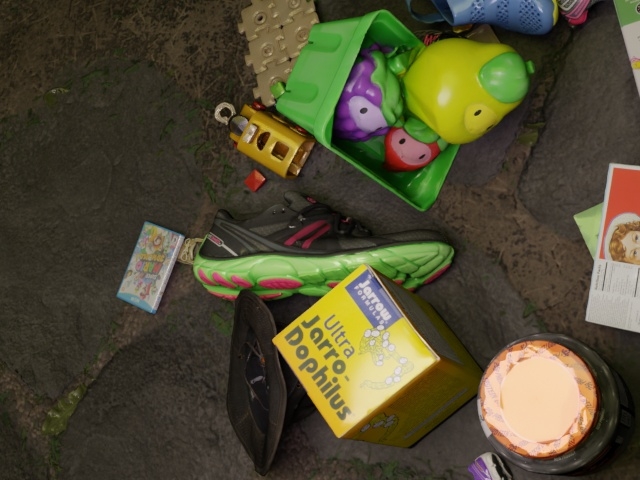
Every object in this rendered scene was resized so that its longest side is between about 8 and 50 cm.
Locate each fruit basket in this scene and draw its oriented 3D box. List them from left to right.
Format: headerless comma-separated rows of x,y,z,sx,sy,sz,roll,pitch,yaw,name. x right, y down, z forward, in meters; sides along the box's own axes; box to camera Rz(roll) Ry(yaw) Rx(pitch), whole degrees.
0.169,-0.222,1.746,0.392,0.392,0.282,23,86,25,fruit basket

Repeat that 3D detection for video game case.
-0.343,0.053,2.061,0.119,0.015,0.166,19,87,40,video game case

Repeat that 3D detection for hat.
-0.070,0.247,1.842,0.134,0.331,0.331,-4,70,-23,hat

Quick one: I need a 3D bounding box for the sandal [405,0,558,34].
0.281,-0.431,1.870,0.317,0.126,0.138,23,56,33,sandal

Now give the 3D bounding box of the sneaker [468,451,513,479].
0.299,0.440,1.706,0.071,0.068,0.169,-37,57,27,sneaker

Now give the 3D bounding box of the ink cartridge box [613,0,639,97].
0.627,-0.299,1.714,0.202,0.117,0.278,-15,71,18,ink cartridge box

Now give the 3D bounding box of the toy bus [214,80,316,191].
-0.113,-0.201,1.975,0.202,0.104,0.190,-16,89,18,toy bus

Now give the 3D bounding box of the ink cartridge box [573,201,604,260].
0.562,-0.025,1.709,0.235,0.056,0.171,-25,70,13,ink cartridge box

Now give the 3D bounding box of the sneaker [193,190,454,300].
0.000,0.000,1.861,0.483,0.185,0.202,0,67,14,sneaker

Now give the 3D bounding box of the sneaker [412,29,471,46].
0.225,-0.364,1.912,0.170,0.075,0.063,21,94,32,sneaker

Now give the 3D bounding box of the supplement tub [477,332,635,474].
0.361,0.254,1.564,0.207,0.338,0.207,-6,75,22,supplement tub

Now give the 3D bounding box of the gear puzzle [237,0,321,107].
-0.077,-0.431,2.083,0.176,0.044,0.338,-21,67,18,gear puzzle

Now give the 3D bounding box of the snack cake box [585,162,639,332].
0.530,0.016,1.642,0.152,0.089,0.264,12,95,42,snack cake box

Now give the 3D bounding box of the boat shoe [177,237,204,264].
-0.233,0.022,2.025,0.153,0.048,0.056,9,81,24,boat shoe

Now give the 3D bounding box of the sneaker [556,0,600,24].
0.546,-0.493,1.811,0.299,0.121,0.112,-27,98,13,sneaker

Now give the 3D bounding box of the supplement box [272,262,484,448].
0.111,0.200,1.670,0.195,0.356,0.194,-40,65,8,supplement box

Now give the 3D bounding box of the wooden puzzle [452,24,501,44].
0.298,-0.366,1.925,0.079,0.014,0.116,-25,69,19,wooden puzzle
